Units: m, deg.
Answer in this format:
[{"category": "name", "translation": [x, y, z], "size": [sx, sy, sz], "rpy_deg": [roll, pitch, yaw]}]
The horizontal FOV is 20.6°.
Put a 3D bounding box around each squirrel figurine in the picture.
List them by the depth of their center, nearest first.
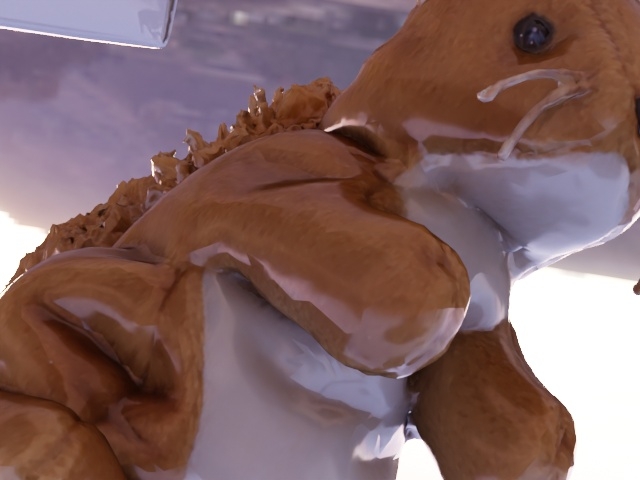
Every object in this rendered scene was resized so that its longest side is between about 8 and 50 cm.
[{"category": "squirrel figurine", "translation": [0.000, 0.000, 0.914], "size": [0.281, 0.370, 0.397], "rpy_deg": [38, 176, -24]}]

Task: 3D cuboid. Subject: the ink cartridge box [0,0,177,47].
[{"category": "ink cartridge box", "translation": [-0.213, -0.166, 0.716], "size": [0.223, 0.129, 0.307], "rpy_deg": [5, -172, -32]}]
